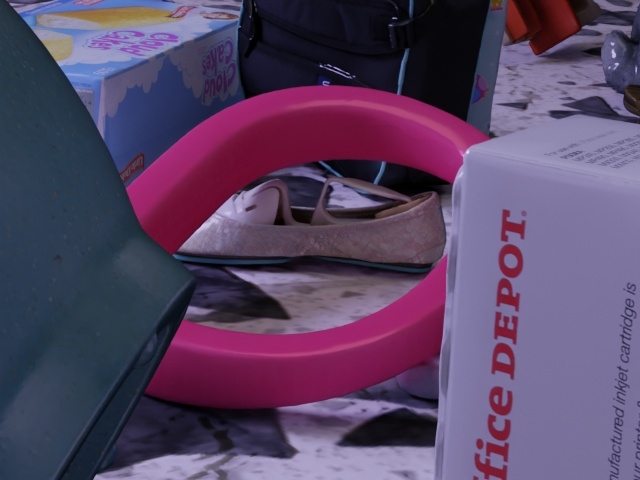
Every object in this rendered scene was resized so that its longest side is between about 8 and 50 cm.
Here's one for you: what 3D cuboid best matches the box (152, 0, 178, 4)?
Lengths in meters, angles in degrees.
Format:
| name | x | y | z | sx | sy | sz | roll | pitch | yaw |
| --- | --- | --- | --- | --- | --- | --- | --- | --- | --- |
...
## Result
| name | x | y | z | sx | sy | sz | roll | pitch | yaw |
| --- | --- | --- | --- | --- | --- | --- | --- | --- | --- |
| box | -0.170 | -0.195 | 1.635 | 0.054 | 0.059 | 0.169 | -2 | 18 | -17 |

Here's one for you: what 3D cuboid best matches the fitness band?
| name | x | y | z | sx | sy | sz | roll | pitch | yaw |
| --- | --- | --- | --- | --- | --- | --- | --- | --- | --- |
| fitness band | 0.000 | 0.000 | 0.969 | 0.209 | 0.054 | 0.291 | 13 | 33 | 22 |

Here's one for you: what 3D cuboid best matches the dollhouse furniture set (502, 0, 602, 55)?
| name | x | y | z | sx | sy | sz | roll | pitch | yaw |
| --- | --- | --- | --- | --- | --- | --- | --- | --- | --- |
| dollhouse furniture set | 0.278 | -0.268 | 1.651 | 0.259 | 0.262 | 0.135 | -30 | -5 | 30 |

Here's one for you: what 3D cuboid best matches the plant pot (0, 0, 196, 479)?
| name | x | y | z | sx | sy | sz | roll | pitch | yaw |
| --- | --- | --- | --- | --- | --- | --- | --- | --- | --- |
| plant pot | -0.163 | 0.037 | 0.589 | 0.196 | 0.293 | 0.293 | 30 | 20 | 1 |

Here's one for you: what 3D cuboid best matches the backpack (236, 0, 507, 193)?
| name | x | y | z | sx | sy | sz | roll | pitch | yaw |
| --- | --- | --- | --- | --- | --- | --- | --- | --- | --- |
| backpack | 0.032 | -0.132 | 1.280 | 0.144 | 0.166 | 0.188 | -13 | 26 | -43 |

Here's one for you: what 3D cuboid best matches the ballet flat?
| name | x | y | z | sx | sy | sz | roll | pitch | yaw |
| --- | --- | --- | --- | --- | --- | --- | --- | --- | --- |
| ballet flat | -0.010 | -0.014 | 1.084 | 0.168 | 0.052 | 0.057 | 2 | 17 | 1 |

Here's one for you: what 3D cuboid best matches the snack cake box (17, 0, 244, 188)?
| name | x | y | z | sx | sy | sz | roll | pitch | yaw |
| --- | --- | --- | --- | --- | --- | --- | --- | --- | --- |
| snack cake box | -0.162 | -0.108 | 1.307 | 0.152 | 0.089 | 0.264 | 7 | 18 | 18 |

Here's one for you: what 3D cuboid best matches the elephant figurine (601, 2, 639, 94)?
| name | x | y | z | sx | sy | sz | roll | pitch | yaw |
| --- | --- | --- | --- | --- | --- | --- | --- | --- | --- |
| elephant figurine | 0.311 | -0.235 | 1.501 | 0.186 | 0.239 | 0.169 | 9 | 11 | 26 |

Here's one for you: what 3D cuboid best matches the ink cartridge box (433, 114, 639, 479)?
| name | x | y | z | sx | sy | sz | roll | pitch | yaw |
| --- | --- | --- | --- | --- | --- | --- | --- | --- | --- |
| ink cartridge box | 0.169 | 0.059 | 0.671 | 0.237 | 0.172 | 0.100 | 13 | 20 | 32 |

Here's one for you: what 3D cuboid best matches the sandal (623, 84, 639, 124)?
| name | x | y | z | sx | sy | sz | roll | pitch | yaw |
| --- | --- | --- | --- | --- | --- | --- | --- | --- | --- |
| sandal | 0.262 | -0.086 | 1.377 | 0.072 | 0.049 | 0.180 | 12 | 4 | 11 |
